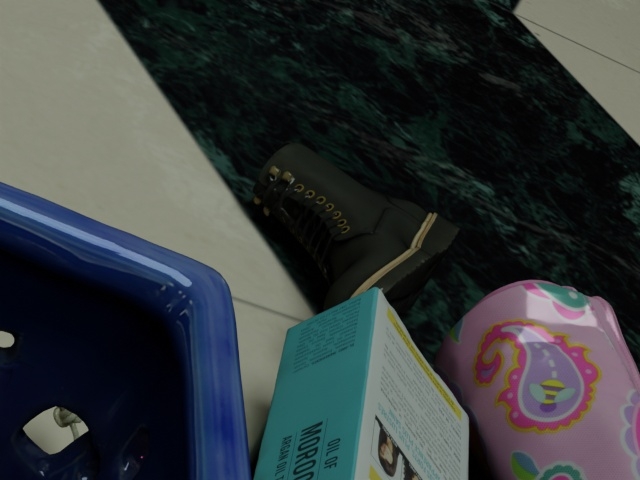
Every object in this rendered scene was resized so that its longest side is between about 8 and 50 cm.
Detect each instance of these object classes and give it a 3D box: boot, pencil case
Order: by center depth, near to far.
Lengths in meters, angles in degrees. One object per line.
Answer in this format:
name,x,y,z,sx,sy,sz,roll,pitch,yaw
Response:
pencil case,0.161,0.151,0.726,0.124,0.124,0.284,11,36,-35
boot,0.000,0.000,0.856,0.137,0.077,0.198,32,16,7

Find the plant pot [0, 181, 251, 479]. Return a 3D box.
plant pot,-0.166,0.112,0.368,0.236,0.212,0.236,22,31,-21

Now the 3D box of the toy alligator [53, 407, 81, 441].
toy alligator,-0.099,0.134,0.571,0.051,0.056,0.190,-25,53,-10

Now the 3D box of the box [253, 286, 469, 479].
box,0.019,0.133,0.639,0.100,0.060,0.244,55,22,-22
